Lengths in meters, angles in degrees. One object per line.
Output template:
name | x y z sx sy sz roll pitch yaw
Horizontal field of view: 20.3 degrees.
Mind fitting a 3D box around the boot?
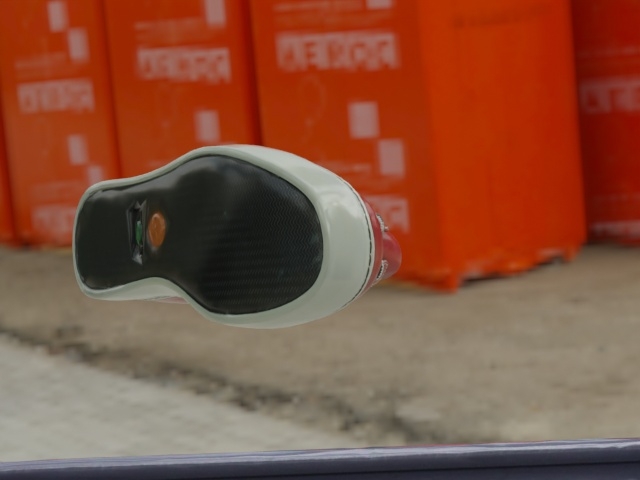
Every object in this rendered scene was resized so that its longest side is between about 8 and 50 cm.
boot | 0.000 0.000 0.939 0.176 0.088 0.244 3 -1 -33

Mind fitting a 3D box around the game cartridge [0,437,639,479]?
game cartridge | 0.010 0.164 0.567 0.355 0.230 0.068 -1 35 -9
